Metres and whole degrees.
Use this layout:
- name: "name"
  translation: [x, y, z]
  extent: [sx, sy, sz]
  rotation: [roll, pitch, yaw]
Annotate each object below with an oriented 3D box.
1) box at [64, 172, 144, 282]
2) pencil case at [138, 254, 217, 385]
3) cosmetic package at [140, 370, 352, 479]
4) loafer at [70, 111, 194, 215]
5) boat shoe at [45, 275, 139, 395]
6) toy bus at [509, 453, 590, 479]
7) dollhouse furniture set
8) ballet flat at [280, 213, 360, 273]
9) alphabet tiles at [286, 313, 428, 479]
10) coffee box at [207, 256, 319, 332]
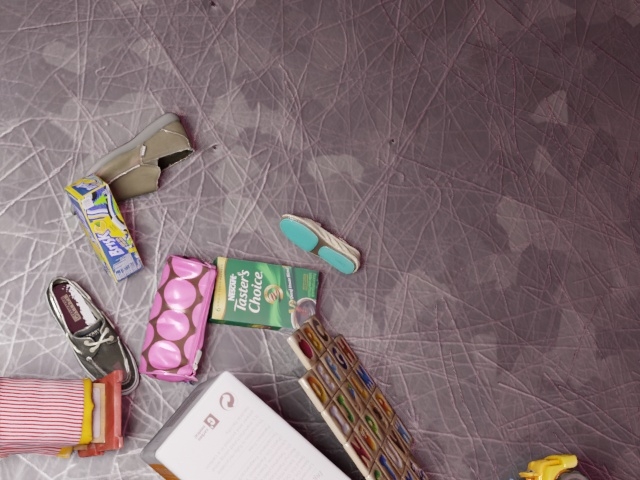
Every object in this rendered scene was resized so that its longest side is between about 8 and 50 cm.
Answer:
- name: "box"
  translation: [-0.344, -0.019, 1.383]
  extent: [0.054, 0.059, 0.168]
  rotation: [-33, 129, -24]
- name: "pencil case"
  translation: [-0.226, 0.127, 1.416]
  extent: [0.095, 0.098, 0.209]
  rotation: [31, 63, -55]
- name: "cosmetic package"
  translation: [-0.048, 0.414, 1.327]
  extent: [0.453, 0.230, 0.161]
  rotation: [42, 68, -3]
- name: "loafer"
  translation: [-0.309, -0.116, 1.451]
  extent: [0.087, 0.094, 0.251]
  rotation: [45, 67, 2]
- name: "boat shoe"
  translation: [-0.365, 0.153, 1.375]
  extent: [0.078, 0.070, 0.219]
  rotation: [-38, 90, -23]
- name: "toy bus"
  translation: [0.357, 0.487, 1.499]
  extent: [0.212, 0.149, 0.220]
  rotation: [-3, 74, -2]
- name: "dollhouse furniture set"
  translation: [-0.392, 0.373, 1.222]
  extent: [0.201, 0.152, 0.374]
  rotation: [7, 67, -35]
- name: "ballet flat"
  translation: [0.000, 0.000, 1.554]
  extent: [0.168, 0.057, 0.052]
  rotation: [37, 40, -10]
- name: "alphabet tiles"
  translation: [0.066, 0.277, 1.397]
  extent: [0.011, 0.285, 0.342]
  rotation: [-35, 88, 15]
- name: "coffee box"
  translation: [-0.098, 0.096, 1.494]
  extent: [0.184, 0.040, 0.113]
  rotation: [10, 73, -16]
